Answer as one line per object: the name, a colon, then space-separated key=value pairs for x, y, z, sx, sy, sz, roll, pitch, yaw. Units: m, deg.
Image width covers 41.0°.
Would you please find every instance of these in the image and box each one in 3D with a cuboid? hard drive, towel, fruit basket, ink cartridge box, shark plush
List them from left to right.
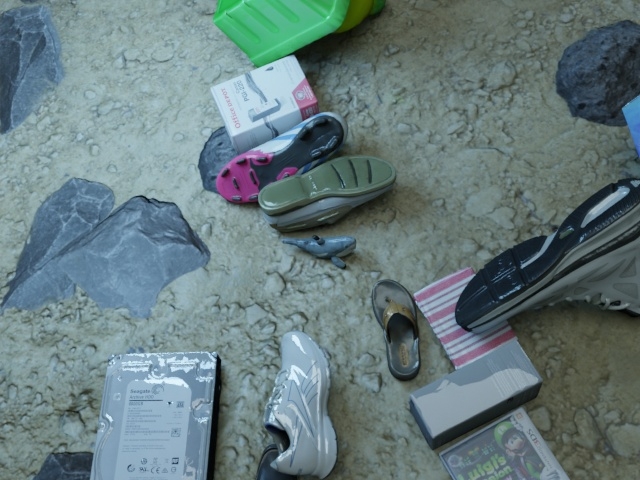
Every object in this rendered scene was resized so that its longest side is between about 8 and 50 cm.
hard drive: x=-0.325 y=0.388 z=1.702 sx=0.237 sy=0.064 sz=0.338 roll=-1 pitch=59 yaw=6
ink cartridge box: x=-0.127 y=-0.318 z=2.005 sx=0.218 sy=0.092 sz=0.158 roll=-24 pitch=64 yaw=-2
fruit basket: x=-0.012 y=-0.561 z=2.011 sx=0.392 sy=0.392 sz=0.282 roll=9 pitch=74 yaw=11
shark plush: x=0.000 y=0.000 z=1.852 sx=0.161 sy=0.067 sz=0.073 roll=17 pitch=69 yaw=15
towel: x=0.297 y=0.161 z=1.763 sx=0.144 sy=0.029 sz=0.197 roll=-26 pitch=65 yaw=-8

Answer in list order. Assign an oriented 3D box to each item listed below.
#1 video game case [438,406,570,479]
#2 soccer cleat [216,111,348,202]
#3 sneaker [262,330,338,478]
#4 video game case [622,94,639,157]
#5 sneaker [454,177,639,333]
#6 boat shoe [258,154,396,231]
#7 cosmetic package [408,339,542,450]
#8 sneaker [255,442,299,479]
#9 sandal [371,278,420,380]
video game case: x=0.350 y=0.436 z=1.629 sx=0.190 sy=0.022 sz=0.173 roll=-28 pitch=65 yaw=-6
soccer cleat: x=-0.077 y=-0.183 z=1.938 sx=0.331 sy=0.143 sz=0.116 roll=-26 pitch=96 yaw=16
sneaker: x=-0.048 y=0.313 z=1.667 sx=0.129 sy=0.111 sz=0.297 roll=5 pitch=59 yaw=-25
video game case: x=0.753 y=-0.151 z=1.754 sx=0.244 sy=0.061 sz=0.269 roll=10 pitch=58 yaw=-33
sneaker: x=0.501 y=0.103 z=1.672 sx=0.448 sy=0.257 sz=0.169 roll=-35 pitch=19 yaw=16
boat shoe: x=0.020 y=-0.100 z=1.878 sx=0.303 sy=0.103 sz=0.113 roll=-13 pitch=51 yaw=2
cosmetic package: x=0.294 y=0.299 z=1.644 sx=0.238 sy=0.127 sz=0.107 roll=-29 pitch=65 yaw=-5
sneaker: x=-0.088 y=0.485 z=1.610 sx=0.083 sy=0.118 sz=0.222 roll=-4 pitch=65 yaw=6
sandal: x=0.156 y=0.176 z=1.754 sx=0.090 sy=0.060 sz=0.219 roll=-7 pitch=65 yaw=4
